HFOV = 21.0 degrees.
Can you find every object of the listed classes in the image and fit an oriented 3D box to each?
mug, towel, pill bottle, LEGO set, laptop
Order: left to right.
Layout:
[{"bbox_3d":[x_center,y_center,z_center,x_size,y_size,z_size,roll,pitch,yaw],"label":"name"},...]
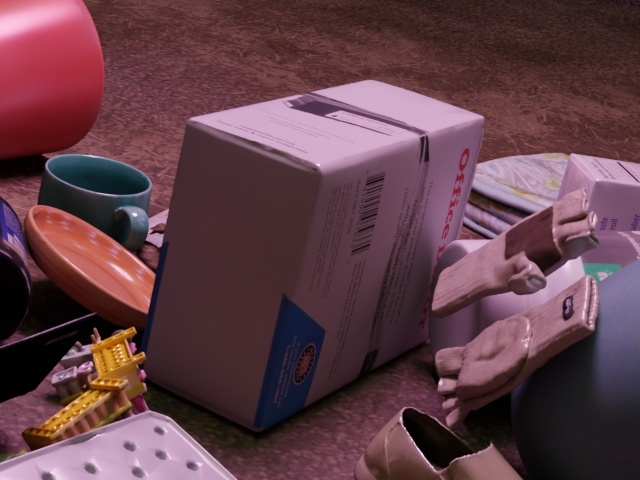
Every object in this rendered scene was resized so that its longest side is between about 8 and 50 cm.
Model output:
[{"bbox_3d":[-0.365,0.098,1.498,0.234,0.137,0.264,-19,37,-39],"label":"laptop"},{"bbox_3d":[-0.368,0.016,1.801,0.122,0.123,0.219,8,20,-17],"label":"pill bottle"},{"bbox_3d":[-0.269,-0.029,2.025,0.129,0.097,0.158,11,20,-9],"label":"mug"},{"bbox_3d":[-0.202,0.178,1.563,0.132,0.107,0.287,-18,19,16],"label":"LEGO set"},{"bbox_3d":[0.400,-0.027,2.482,0.320,0.090,0.374,-8,29,-44],"label":"towel"},{"bbox_3d":[0.317,0.089,1.921,0.361,0.204,0.204,1,23,-16],"label":"pill bottle"}]

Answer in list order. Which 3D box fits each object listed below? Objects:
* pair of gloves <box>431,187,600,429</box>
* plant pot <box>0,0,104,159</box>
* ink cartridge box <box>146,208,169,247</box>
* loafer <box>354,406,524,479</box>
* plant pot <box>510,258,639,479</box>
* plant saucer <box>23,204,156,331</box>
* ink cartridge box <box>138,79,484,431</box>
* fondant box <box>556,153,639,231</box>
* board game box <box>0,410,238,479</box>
[{"bbox_3d":[0.194,0.062,1.694,0.042,0.204,0.240,42,30,-23],"label":"pair of gloves"},{"bbox_3d":[-0.454,-0.214,2.200,0.275,0.275,0.243,27,32,32],"label":"plant pot"},{"bbox_3d":[-0.108,-0.032,2.097,0.224,0.056,0.181,-28,14,-13],"label":"ink cartridge box"},{"bbox_3d":[0.148,0.238,1.586,0.268,0.092,0.102,25,23,29],"label":"loafer"},{"bbox_3d":[0.303,0.168,1.684,0.195,0.290,0.290,-18,1,32],"label":"plant pot"},{"bbox_3d":[-0.241,0.036,1.867,0.200,0.037,0.200,37,10,-7],"label":"plant saucer"},{"bbox_3d":[0.000,0.000,1.847,0.166,0.286,0.395,22,20,24],"label":"ink cartridge box"},{"bbox_3d":[0.433,0.040,2.099,0.330,0.238,0.096,8,22,-16],"label":"fondant box"},{"bbox_3d":[-0.106,0.296,1.165,0.390,0.050,0.390,40,27,21],"label":"board game box"}]
